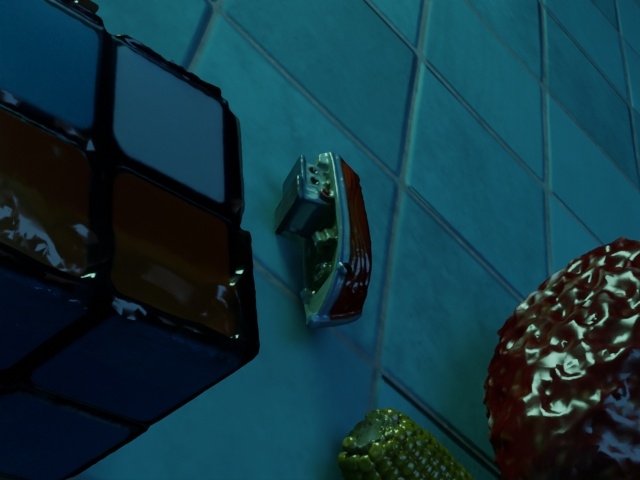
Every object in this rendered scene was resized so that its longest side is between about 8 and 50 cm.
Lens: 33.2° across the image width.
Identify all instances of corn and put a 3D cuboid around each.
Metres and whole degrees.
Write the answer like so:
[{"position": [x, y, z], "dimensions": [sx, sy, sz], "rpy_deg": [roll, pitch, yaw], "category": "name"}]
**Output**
[{"position": [0.100, 0.216, 0.769], "dimensions": [0.238, 0.080, 0.080], "rpy_deg": [50, 32, -10], "category": "corn"}]

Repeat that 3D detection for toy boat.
[{"position": [0.000, 0.000, 0.837], "dimensions": [0.058, 0.069, 0.173], "rpy_deg": [14, 47, -22], "category": "toy boat"}]

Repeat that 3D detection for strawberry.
[{"position": [0.279, 0.143, 0.882], "dimensions": [0.292, 0.291, 0.310], "rpy_deg": [58, 6, 1], "category": "strawberry"}]

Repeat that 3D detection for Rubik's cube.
[{"position": [-0.153, -0.003, 0.535], "dimensions": [0.183, 0.167, 0.180], "rpy_deg": [28, 41, -40], "category": "Rubik's cube"}]

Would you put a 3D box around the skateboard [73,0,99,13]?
[{"position": [-0.182, -0.109, 0.703], "dimensions": [0.080, 0.067, 0.151], "rpy_deg": [47, 37, -34], "category": "skateboard"}]
